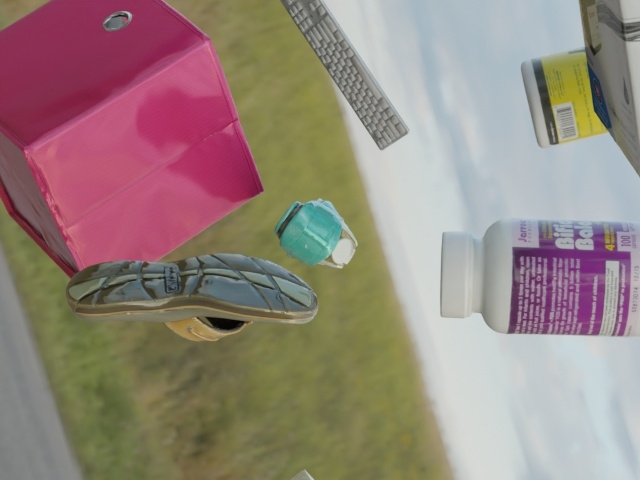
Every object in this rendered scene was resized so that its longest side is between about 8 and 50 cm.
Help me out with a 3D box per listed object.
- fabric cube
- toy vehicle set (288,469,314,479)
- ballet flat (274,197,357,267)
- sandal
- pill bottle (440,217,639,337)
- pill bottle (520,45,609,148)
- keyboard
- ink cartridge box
[{"bbox_3d":[-0.267,-0.135,1.998,0.254,0.258,0.259,40,-23,43],"label":"fabric cube"},{"bbox_3d":[-0.027,0.423,2.183,0.035,0.166,0.267,54,-1,42],"label":"toy vehicle set"},{"bbox_3d":[0.000,0.000,1.965,0.087,0.083,0.247,38,4,4],"label":"ballet flat"},{"bbox_3d":[-0.092,0.047,1.180,0.072,0.180,0.049,-94,-176,-58],"label":"sandal"},{"bbox_3d":[0.322,0.052,2.345,0.169,0.301,0.169,1,90,-87],"label":"pill bottle"},{"bbox_3d":[0.368,-0.195,2.090,0.119,0.208,0.119,-13,90,-83],"label":"pill bottle"},{"bbox_3d":[0.020,-0.225,1.969,0.256,0.014,0.072,56,-25,-2],"label":"keyboard"},{"bbox_3d":[0.357,-0.250,1.753,0.223,0.129,0.307,-101,178,-64],"label":"ink cartridge box"}]
